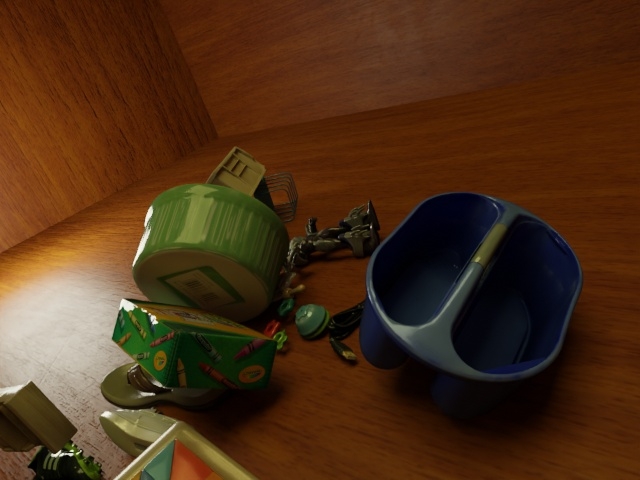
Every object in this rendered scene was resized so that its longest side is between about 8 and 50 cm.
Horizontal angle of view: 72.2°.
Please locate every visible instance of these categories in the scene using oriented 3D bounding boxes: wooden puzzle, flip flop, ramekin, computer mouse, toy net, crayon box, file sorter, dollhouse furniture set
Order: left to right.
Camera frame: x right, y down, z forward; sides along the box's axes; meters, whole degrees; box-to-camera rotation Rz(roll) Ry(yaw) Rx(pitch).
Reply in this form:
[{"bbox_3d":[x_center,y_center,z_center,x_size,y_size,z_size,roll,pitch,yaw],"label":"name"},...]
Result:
[{"bbox_3d":[-0.498,0.325,0.596,0.161,0.212,0.242,-17,23,31],"label":"dollhouse furniture set"},{"bbox_3d":[-0.182,0.336,0.507,0.239,0.044,0.221,16,37,33],"label":"wooden puzzle"},{"bbox_3d":[-0.282,0.243,0.788,0.277,0.080,0.112,-5,29,28],"label":"flip flop"},{"bbox_3d":[-0.219,0.167,0.732,0.166,0.081,0.279,17,-7,-39],"label":"crayon box"},{"bbox_3d":[-0.222,0.044,0.893,0.304,0.303,0.148,-11,47,19],"label":"ramekin"},{"bbox_3d":[-0.136,-0.136,1.405,0.105,0.118,0.170,-13,26,8],"label":"file sorter"},{"bbox_3d":[-0.066,0.140,0.894,0.122,0.045,0.232,-45,24,0],"label":"toy net"},{"bbox_3d":[0.120,0.143,0.723,0.184,0.060,0.262,-29,26,-21],"label":"computer mouse"}]

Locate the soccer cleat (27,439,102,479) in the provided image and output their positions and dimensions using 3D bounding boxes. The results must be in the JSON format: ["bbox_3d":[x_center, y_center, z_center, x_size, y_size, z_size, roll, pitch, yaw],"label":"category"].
[{"bbox_3d":[-0.399,0.357,0.682,0.179,0.060,0.072,-3,39,43],"label":"soccer cleat"}]

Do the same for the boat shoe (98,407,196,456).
[{"bbox_3d":[-0.275,0.298,0.698,0.184,0.066,0.063,-4,19,32],"label":"boat shoe"}]

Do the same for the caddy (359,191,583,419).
[{"bbox_3d":[0.201,0.062,0.593,0.241,0.179,0.341,29,48,21],"label":"caddy"}]

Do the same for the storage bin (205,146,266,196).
[{"bbox_3d":[-0.296,-0.119,1.324,0.262,0.123,0.260,-51,14,25],"label":"storage bin"}]

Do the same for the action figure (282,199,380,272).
[{"bbox_3d":[0.000,0.000,1.059,0.285,0.099,0.185,-16,30,16],"label":"action figure"}]
